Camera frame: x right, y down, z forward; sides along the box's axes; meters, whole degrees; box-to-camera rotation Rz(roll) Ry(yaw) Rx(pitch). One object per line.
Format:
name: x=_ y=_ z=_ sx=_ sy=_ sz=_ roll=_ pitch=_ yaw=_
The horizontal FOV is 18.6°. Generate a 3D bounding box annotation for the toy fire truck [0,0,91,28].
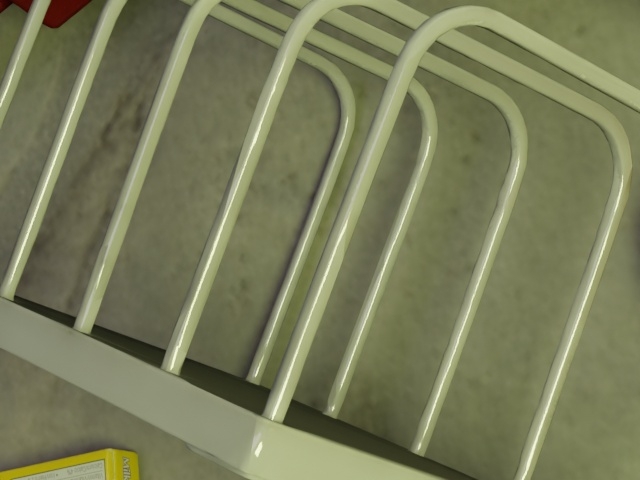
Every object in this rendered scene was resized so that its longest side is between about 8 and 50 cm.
toy fire truck: x=-0.217 y=-0.166 z=1.030 sx=0.246 sy=0.158 sz=0.217 roll=-38 pitch=62 yaw=10

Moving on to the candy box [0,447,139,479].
candy box: x=-0.175 y=0.173 z=0.982 sx=0.206 sy=0.027 sz=0.105 roll=-14 pitch=74 yaw=31

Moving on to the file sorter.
file sorter: x=0.000 y=0.000 z=0.761 sx=0.277 sy=0.193 sz=0.173 roll=18 pitch=86 yaw=54
